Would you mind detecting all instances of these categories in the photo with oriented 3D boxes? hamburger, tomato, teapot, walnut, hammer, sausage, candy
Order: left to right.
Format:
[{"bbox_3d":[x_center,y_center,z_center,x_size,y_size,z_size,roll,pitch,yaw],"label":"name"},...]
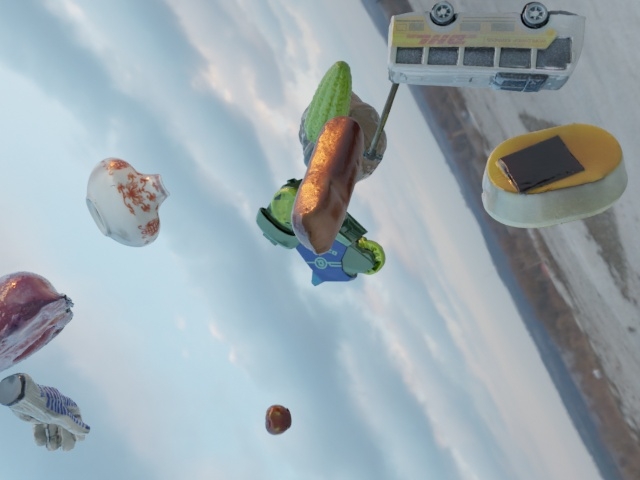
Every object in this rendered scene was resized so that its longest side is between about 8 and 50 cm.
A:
[{"bbox_3d":[-0.803,0.199,1.499,0.176,0.289,0.335,47,154,2],"label":"tomato"},{"bbox_3d":[-0.340,-0.063,1.004,0.245,0.116,0.159,10,137,58],"label":"teapot"},{"bbox_3d":[-0.116,0.498,1.626,0.087,0.075,0.087,-4,-90,-87],"label":"tomato"},{"bbox_3d":[0.014,-0.098,0.968,0.089,0.083,0.300,75,-154,-44],"label":"sausage"},{"bbox_3d":[0.025,-0.315,1.334,0.210,0.096,0.097,109,154,-46],"label":"candy"},{"bbox_3d":[0.061,-0.283,1.625,0.273,0.226,0.273,-179,90,-74],"label":"walnut"},{"bbox_3d":[0.129,-0.251,1.216,0.062,0.182,0.017,-2,-150,-39],"label":"hammer"},{"bbox_3d":[0.497,-0.130,1.256,0.151,0.295,0.227,68,-162,-47],"label":"hamburger"}]

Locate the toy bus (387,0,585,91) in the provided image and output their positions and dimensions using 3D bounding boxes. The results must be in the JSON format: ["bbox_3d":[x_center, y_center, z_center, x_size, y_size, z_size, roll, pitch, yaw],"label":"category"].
[{"bbox_3d":[0.294,-0.351,1.065,0.097,0.342,0.138,49,-132,-78],"label":"toy bus"}]

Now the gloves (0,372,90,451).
[{"bbox_3d":[-0.539,0.341,1.155,0.097,0.119,0.229,-64,-33,-43],"label":"gloves"}]

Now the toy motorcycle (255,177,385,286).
[{"bbox_3d":[0.000,0.000,1.502,0.326,0.200,0.191,44,-155,8],"label":"toy motorcycle"}]
